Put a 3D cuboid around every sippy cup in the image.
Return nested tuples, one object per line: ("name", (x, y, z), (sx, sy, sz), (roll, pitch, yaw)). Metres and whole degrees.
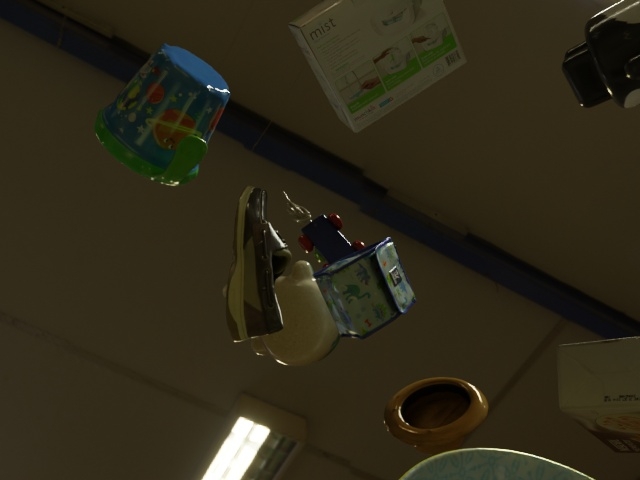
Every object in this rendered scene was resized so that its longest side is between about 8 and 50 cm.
("sippy cup", (-0.315, -0.274, 1.165), (0.305, 0.240, 0.224), (43, -68, 8))

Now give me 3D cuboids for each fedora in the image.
("fedora", (0.215, 0.332, 1.021), (0.194, 0.194, 0.079), (-10, -69, 8))

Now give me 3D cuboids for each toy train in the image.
("toy train", (0.000, 0.000, 1.279), (0.105, 0.143, 0.248), (-37, -110, -12))

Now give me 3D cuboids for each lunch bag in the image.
("lunch bag", (0.086, 0.080, 0.951), (0.151, 0.096, 0.128), (-26, -84, -28))

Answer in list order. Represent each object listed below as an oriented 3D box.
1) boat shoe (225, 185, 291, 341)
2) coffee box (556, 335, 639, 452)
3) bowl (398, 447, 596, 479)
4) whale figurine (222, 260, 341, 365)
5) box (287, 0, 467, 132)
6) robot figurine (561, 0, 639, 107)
("boat shoe", (-0.074, 0.024, 0.706), (0.074, 0.223, 0.080), (-1, -38, 1))
("coffee box", (0.460, 0.232, 0.809), (0.141, 0.098, 0.246), (-15, -38, 37))
("bowl", (0.179, 0.339, 0.475), (0.290, 0.289, 0.156), (8, -70, 0))
("whale figurine", (-0.072, 0.137, 1.142), (0.272, 0.141, 0.216), (30, -83, 25))
("box", (0.110, -0.382, 1.073), (0.262, 0.126, 0.231), (-33, -62, 1))
("robot figurine", (0.550, -0.331, 0.909), (0.278, 0.209, 0.174), (-23, -33, 39))
